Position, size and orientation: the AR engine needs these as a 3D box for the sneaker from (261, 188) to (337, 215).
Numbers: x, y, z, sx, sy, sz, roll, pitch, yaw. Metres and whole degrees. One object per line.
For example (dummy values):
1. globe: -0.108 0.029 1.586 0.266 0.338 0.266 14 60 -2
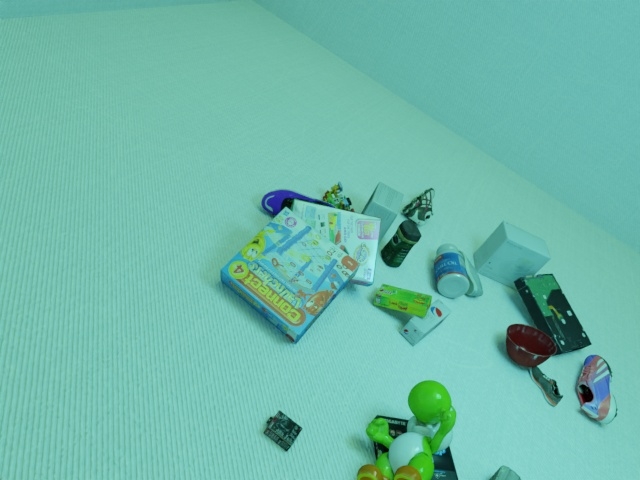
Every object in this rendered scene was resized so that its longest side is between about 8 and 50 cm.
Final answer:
1. sneaker: -0.073 -0.119 1.845 0.293 0.102 0.146 11 11 -3

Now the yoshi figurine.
1. yoshi figurine: 0.234 0.477 1.260 0.203 0.203 0.362 35 33 18

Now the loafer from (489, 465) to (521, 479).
1. loafer: 0.460 0.707 1.294 0.111 0.112 0.319 36 34 22

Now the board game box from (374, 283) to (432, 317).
1. board game box: 0.287 0.207 1.762 0.181 0.043 0.092 13 25 20

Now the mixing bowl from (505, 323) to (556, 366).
1. mixing bowl: 0.760 0.401 1.870 0.181 0.098 0.181 9 29 -5

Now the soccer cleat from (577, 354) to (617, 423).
1. soccer cleat: 1.026 0.537 1.912 0.116 0.108 0.318 27 38 1

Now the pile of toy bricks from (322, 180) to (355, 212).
1. pile of toy bricks: 0.062 -0.139 2.056 0.105 0.118 0.212 -18 61 -8

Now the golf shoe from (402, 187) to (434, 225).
1. golf shoe: 0.481 -0.156 2.382 0.120 0.105 0.273 50 44 1

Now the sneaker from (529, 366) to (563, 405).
1. sneaker: 0.821 0.511 1.826 0.061 0.065 0.158 5 43 -31

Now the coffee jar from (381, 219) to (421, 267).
1. coffee jar: 0.314 0.012 1.964 0.079 0.184 0.096 10 41 -26

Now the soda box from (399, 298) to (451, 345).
1. soda box: 0.371 0.284 1.772 0.069 0.074 0.216 44 38 19

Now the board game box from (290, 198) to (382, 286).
1. board game box: 0.038 0.010 1.728 0.316 0.064 0.242 12 74 -10

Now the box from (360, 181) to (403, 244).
1. box: 0.237 -0.110 2.061 0.119 0.182 0.181 28 35 0

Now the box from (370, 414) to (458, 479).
1. box: 0.251 0.573 1.357 0.220 0.051 0.175 16 38 -18

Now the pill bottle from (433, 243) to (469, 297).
1. pill bottle: 0.523 0.115 2.043 0.124 0.124 0.221 22 35 -12

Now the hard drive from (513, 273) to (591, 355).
1. hard drive: 0.971 0.303 2.125 0.237 0.064 0.339 -1 60 -36

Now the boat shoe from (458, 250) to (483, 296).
1. boat shoe: 0.619 0.143 2.127 0.081 0.079 0.227 20 41 -30

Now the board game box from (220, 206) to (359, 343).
1. board game box: -0.092 0.098 1.553 0.308 0.086 0.302 37 62 10

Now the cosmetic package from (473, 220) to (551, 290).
1. cosmetic package: 0.841 0.070 2.236 0.224 0.224 0.138 24 36 -9

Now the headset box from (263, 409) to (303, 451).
1. headset box: -0.096 0.468 1.254 0.083 0.032 0.062 35 35 7
